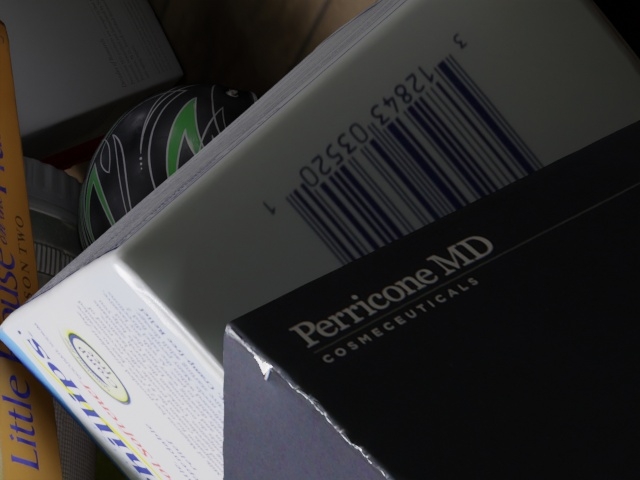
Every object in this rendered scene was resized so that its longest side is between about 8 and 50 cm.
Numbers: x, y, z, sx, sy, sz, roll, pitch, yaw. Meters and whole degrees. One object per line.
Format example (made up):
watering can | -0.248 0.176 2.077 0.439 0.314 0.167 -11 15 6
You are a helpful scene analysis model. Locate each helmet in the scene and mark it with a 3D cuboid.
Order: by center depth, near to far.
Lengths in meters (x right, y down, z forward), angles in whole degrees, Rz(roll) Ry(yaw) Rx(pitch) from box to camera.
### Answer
helmet | -0.085 -0.021 1.209 0.161 0.169 0.169 46 149 0

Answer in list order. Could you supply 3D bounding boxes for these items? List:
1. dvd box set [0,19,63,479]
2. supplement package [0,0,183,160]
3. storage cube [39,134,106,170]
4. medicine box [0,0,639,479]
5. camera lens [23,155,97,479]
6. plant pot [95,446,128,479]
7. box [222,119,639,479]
dvd box set | -0.298 0.093 1.079 0.307 0.062 0.420 -26 60 24
supplement package | -0.213 -0.120 1.303 0.105 0.179 0.105 63 150 3
storage cube | -0.320 -0.115 1.467 0.184 0.193 0.215 -14 100 60
medicine box | 0.000 0.000 0.912 0.149 0.263 0.289 50 159 -6
camera lens | -0.262 0.096 1.232 0.219 0.219 0.274 142 133 -60
plant pot | -0.142 0.228 1.403 0.276 0.276 0.254 54 138 19
box | 0.188 0.111 0.670 0.312 0.343 0.179 42 144 36
